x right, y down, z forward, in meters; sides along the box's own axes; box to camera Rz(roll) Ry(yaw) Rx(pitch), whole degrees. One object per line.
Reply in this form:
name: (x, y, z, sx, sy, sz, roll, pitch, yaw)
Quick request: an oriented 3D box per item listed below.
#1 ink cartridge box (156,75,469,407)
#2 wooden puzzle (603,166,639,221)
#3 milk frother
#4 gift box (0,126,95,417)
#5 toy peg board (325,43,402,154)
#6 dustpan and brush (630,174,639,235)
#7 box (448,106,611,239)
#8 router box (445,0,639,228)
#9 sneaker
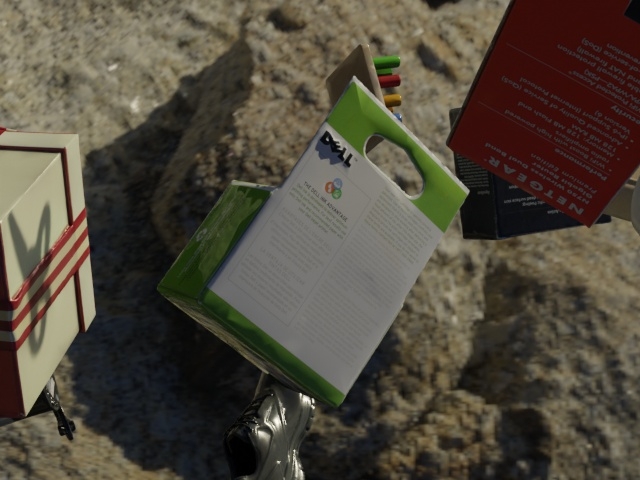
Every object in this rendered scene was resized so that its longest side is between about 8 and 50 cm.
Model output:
ink cartridge box: (0.000, 0.000, 1.154, 0.189, 0.097, 0.255, 41, 75, -28)
wooden puzzle: (0.437, -0.085, 1.292, 0.238, 0.221, 0.044, -41, 125, -20)
milk frother: (-0.410, 0.227, 1.602, 0.134, 0.129, 0.143, -18, 102, -1)
gift box: (-0.394, 0.008, 1.253, 0.276, 0.258, 0.255, 8, 116, 6)
toy peg board: (0.091, -0.236, 2.074, 0.079, 0.161, 0.161, -10, 78, -24)
dustpan and brush: (0.306, -0.009, 1.009, 0.147, 0.211, 0.060, -24, 58, -29)
box: (0.245, -0.087, 1.416, 0.156, 0.093, 0.158, -8, 93, -21)
router box: (0.193, -0.209, 0.499, 0.082, 0.301, 0.335, 31, 64, 6)
sneaker: (-0.088, 0.300, 1.903, 0.130, 0.109, 0.286, 33, 39, -29)
